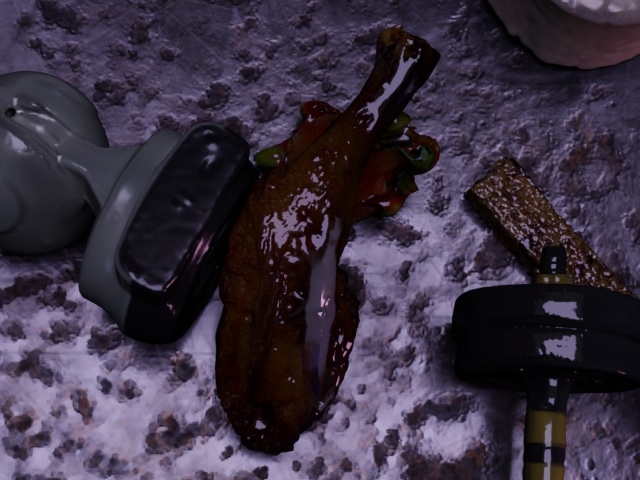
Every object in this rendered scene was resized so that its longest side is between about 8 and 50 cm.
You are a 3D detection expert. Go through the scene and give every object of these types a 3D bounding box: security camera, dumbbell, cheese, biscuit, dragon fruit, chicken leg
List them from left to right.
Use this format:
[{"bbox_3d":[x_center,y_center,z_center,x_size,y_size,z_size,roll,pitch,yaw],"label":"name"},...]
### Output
[{"bbox_3d":[-0.215,-0.044,1.083,0.277,0.191,0.197,27,69,3],"label":"security camera"},{"bbox_3d":[0.000,0.000,1.056,0.158,0.096,0.407,13,97,-43],"label":"chicken leg"},{"bbox_3d":[0.039,-0.085,1.173,0.142,0.175,0.138,-19,88,-42],"label":"dragon fruit"},{"bbox_3d":[0.200,0.193,1.073,0.185,0.185,0.388,7,74,-5],"label":"dumbbell"},{"bbox_3d":[0.229,0.005,1.202,0.064,0.034,0.199,-39,82,-15],"label":"biscuit"},{"bbox_3d":[0.300,-0.353,1.245,0.292,0.153,0.332,43,73,5],"label":"cheese"}]
